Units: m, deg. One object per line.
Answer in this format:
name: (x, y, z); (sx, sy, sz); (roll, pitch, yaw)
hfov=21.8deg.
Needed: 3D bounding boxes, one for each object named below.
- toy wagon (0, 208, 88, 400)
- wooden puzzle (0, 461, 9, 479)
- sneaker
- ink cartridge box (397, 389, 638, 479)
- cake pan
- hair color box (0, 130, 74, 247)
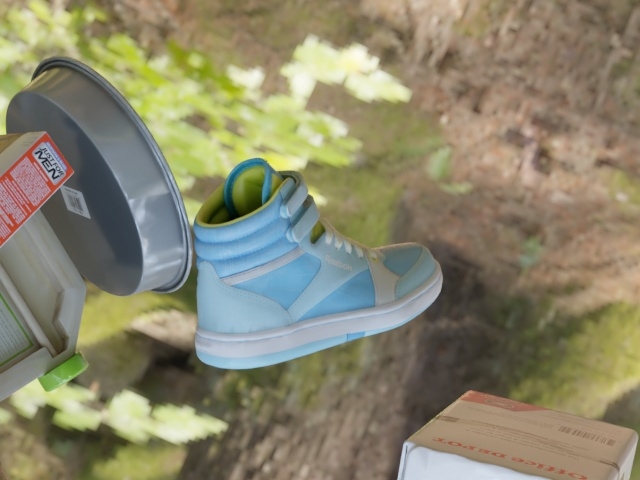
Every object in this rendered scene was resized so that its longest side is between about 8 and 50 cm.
toy wagon: (-0.414, 0.084, 1.744); (0.267, 0.344, 0.068); (58, 147, -2)
wooden puzzle: (-0.422, 0.278, 1.664); (0.322, 0.081, 0.348); (9, -156, -32)
sneaker: (0.000, 0.000, 1.774); (0.319, 0.208, 0.127); (-18, -162, -38)
ink cartridge box: (0.176, 0.218, 1.474); (0.172, 0.100, 0.237); (12, -171, 16)
cake pan: (-0.252, -0.060, 1.833); (0.293, 0.054, 0.293); (37, 145, 32)
hair color box: (-0.312, -0.027, 1.503); (0.093, 0.167, 0.053); (-1, 130, 46)
